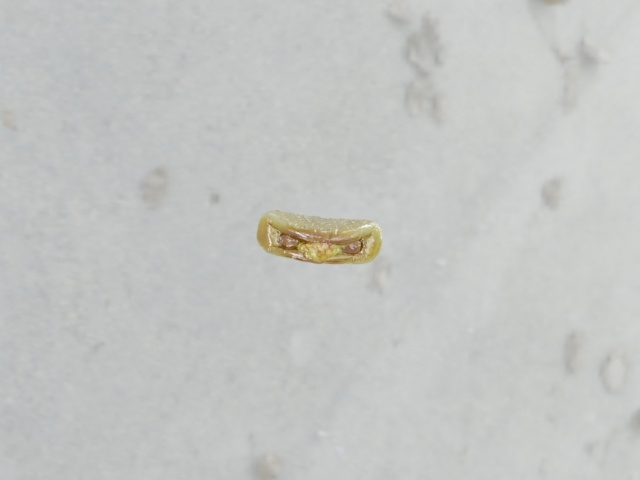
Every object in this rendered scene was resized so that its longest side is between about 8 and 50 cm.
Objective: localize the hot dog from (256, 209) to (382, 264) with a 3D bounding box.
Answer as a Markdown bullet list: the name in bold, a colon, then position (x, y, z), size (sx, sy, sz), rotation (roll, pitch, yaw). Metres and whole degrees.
- **hot dog**: position (0.000, 0.000, 1.085), size (0.090, 0.034, 0.030), rotation (6, 110, -4)
